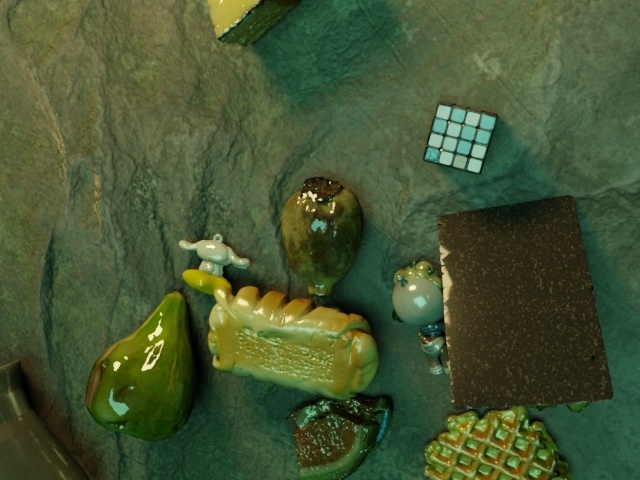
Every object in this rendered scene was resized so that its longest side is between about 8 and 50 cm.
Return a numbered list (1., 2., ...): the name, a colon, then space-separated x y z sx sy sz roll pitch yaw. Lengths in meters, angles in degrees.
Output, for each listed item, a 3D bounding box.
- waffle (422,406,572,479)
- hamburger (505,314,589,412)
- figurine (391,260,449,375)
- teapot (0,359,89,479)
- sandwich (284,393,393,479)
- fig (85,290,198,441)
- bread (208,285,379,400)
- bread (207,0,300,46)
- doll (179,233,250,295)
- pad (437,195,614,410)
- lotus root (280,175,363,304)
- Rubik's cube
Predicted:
1. waffle: 0.310 0.406 1.114 0.238 0.059 0.243 -29 92 23
2. hamburger: 0.355 0.175 0.979 0.114 0.177 0.185 -10 87 25
3. figurine: 0.184 0.128 1.062 0.147 0.093 0.197 -16 107 41
4. teapot: -0.662 0.448 1.314 0.300 0.253 0.343 -24 88 51
5. sandwich: 0.034 0.361 1.162 0.235 0.079 0.159 -30 93 20
6. fig: -0.308 0.230 1.186 0.206 0.206 0.275 22 79 10
7. bread: -0.047 0.180 1.119 0.311 0.121 0.172 13 110 12
8. bread: -0.101 -0.446 0.977 0.240 0.135 0.178 -35 91 23
9. doll: -0.209 0.041 1.165 0.135 0.071 0.113 40 102 9
10. pad: 0.294 0.086 0.951 0.220 0.004 0.330 -8 59 18
11. lotus root: 0.000 0.000 1.062 0.139 0.138 0.213 10 106 13
12. Rubik's cube: 0.218 -0.161 0.978 0.092 0.092 0.092 16 106 11
